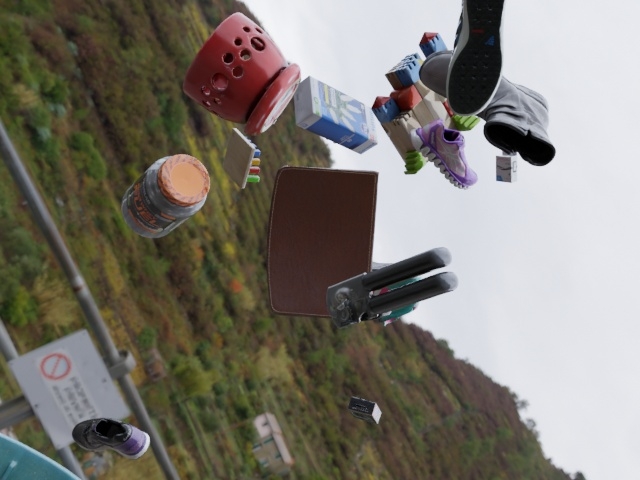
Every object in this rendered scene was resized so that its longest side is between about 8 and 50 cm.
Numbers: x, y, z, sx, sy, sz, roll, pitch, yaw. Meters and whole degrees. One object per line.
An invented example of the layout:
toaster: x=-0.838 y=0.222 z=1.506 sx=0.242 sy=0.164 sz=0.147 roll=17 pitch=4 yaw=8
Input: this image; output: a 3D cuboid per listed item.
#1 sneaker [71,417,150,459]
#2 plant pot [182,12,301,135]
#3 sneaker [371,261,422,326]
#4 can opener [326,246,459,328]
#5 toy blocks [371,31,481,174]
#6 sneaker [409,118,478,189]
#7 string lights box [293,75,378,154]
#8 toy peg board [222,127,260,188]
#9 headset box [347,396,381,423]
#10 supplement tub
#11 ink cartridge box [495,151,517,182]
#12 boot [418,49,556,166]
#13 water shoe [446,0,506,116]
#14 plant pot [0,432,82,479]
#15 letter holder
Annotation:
sneaker: x=-0.635 y=0.551 z=2.052 sx=0.124 sy=0.283 sz=0.107 roll=58 pitch=42 yaw=-42
plant pot: x=-0.144 y=-0.314 z=1.361 sx=0.174 sy=0.191 sz=0.191 roll=37 pitch=-9 yaw=0
sneaker: x=0.166 y=0.155 z=2.015 sx=0.295 sy=0.123 sz=0.178 roll=2 pitch=-76 yaw=41
can opener: x=0.116 y=0.079 z=1.132 sx=0.283 sy=0.095 sz=0.076 roll=-25 pitch=-106 yaw=46
toy blocks: x=0.289 y=-0.399 z=1.930 sx=0.261 sy=0.381 sz=0.190 roll=54 pitch=-21 yaw=-21
sneaker: x=0.340 y=-0.227 z=1.813 sx=0.236 sy=0.104 sz=0.095 roll=38 pitch=29 yaw=-26
string lights box: x=0.045 y=-0.358 z=2.027 sx=0.076 sy=0.259 sz=0.133 roll=-29 pitch=-124 yaw=40
toy peg board: x=-0.266 y=-0.293 z=2.504 sx=0.161 sy=0.079 sz=0.161 roll=47 pitch=-52 yaw=42
headset box: x=0.102 y=0.395 z=1.636 sx=0.083 sy=0.062 sz=0.032 roll=64 pitch=41 yaw=-57
supplement tub: x=-0.471 y=-0.137 z=2.144 sx=0.316 sy=0.193 sz=0.194 roll=-28 pitch=-94 yaw=53
ink cartridge box: x=0.467 y=-0.190 z=1.763 sx=0.048 sy=0.028 sz=0.083 roll=14 pitch=-66 yaw=50
boot: x=0.379 y=-0.305 z=1.588 sx=0.223 sy=0.338 sz=0.118 roll=-72 pitch=-178 yaw=-51
water shoe: x=0.221 y=-0.274 z=0.970 sx=0.080 sy=0.073 sz=0.203 roll=-64 pitch=163 yaw=-65
plant pot: x=-0.531 y=0.449 z=0.948 sx=0.341 sy=0.334 sz=0.341 roll=28 pitch=-13 yaw=7
letter holder: x=0.000 y=0.000 z=1.464 sx=0.152 sy=0.214 sz=0.302 roll=-92 pitch=-174 yaw=-85
